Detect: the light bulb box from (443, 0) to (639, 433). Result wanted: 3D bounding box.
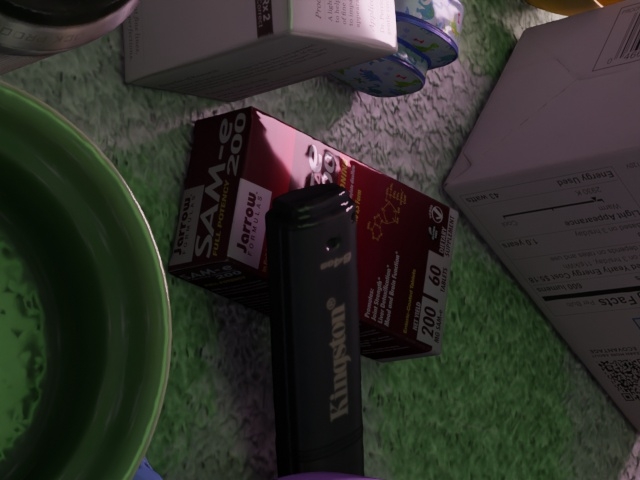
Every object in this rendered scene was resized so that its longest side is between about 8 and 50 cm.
[{"bbox_3d":[0.372,-0.026,1.558,0.361,0.358,0.225,49,52,-27],"label":"light bulb box"}]

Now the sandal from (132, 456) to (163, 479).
[{"bbox_3d":[-0.145,0.173,1.144,0.126,0.138,0.317,16,71,-56],"label":"sandal"}]

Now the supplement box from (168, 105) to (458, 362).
[{"bbox_3d":[0.000,0.000,1.383,0.239,0.073,0.130,24,65,-39],"label":"supplement box"}]

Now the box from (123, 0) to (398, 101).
[{"bbox_3d":[-0.050,-0.212,1.302,0.119,0.182,0.181,6,77,-46],"label":"box"}]

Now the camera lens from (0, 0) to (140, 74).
[{"bbox_3d":[-0.241,-0.196,1.039,0.219,0.274,0.219,11,74,-43],"label":"camera lens"}]

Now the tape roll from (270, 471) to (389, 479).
[{"bbox_3d":[0.012,0.302,1.224,0.274,0.090,0.275,2,85,-19],"label":"tape roll"}]

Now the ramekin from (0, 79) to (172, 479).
[{"bbox_3d":[-0.249,0.058,1.004,0.303,0.148,0.303,3,83,-20],"label":"ramekin"}]

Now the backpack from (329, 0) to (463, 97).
[{"bbox_3d":[0.058,-0.169,1.447,0.105,0.114,0.084,26,63,-40],"label":"backpack"}]

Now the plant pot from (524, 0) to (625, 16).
[{"bbox_3d":[0.235,-0.268,1.659,0.134,0.095,0.134,12,73,-43],"label":"plant pot"}]

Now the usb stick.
[{"bbox_3d":[-0.002,0.095,1.312,0.077,0.045,0.278,-17,116,-32],"label":"usb stick"}]
